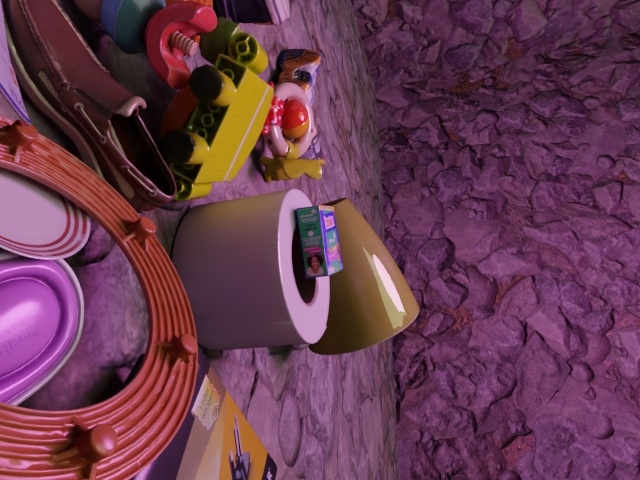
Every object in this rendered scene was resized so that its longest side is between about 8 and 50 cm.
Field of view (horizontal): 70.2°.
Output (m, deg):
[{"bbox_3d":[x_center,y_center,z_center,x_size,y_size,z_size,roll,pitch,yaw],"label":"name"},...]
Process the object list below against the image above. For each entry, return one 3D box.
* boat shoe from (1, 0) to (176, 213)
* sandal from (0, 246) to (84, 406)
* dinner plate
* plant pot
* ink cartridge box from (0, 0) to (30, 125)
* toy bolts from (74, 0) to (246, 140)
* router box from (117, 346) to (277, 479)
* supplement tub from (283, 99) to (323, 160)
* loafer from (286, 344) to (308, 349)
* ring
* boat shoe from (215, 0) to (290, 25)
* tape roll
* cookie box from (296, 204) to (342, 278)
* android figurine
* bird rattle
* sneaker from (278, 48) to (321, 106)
[{"bbox_3d":[-0.232,-0.146,0.491,0.095,0.095,0.258,-77,154,-51],"label":"boat shoe"},{"bbox_3d":[-0.262,0.110,0.245,0.416,0.102,0.170,-72,150,-61],"label":"sandal"},{"bbox_3d":[-0.267,-0.041,0.397,0.141,0.017,0.141,51,14,-18],"label":"dinner plate"},{"bbox_3d":[0.046,0.063,1.043,0.275,0.274,0.294,-46,116,-70],"label":"plant pot"},{"bbox_3d":[-0.259,-0.214,0.294,0.223,0.045,0.224,163,-85,-69],"label":"ink cartridge box"},{"bbox_3d":[-0.222,-0.255,0.607,0.218,0.158,0.228,-59,180,10],"label":"toy bolts"},{"bbox_3d":[-0.149,0.300,0.448,0.309,0.080,0.243,-79,151,-57],"label":"router box"},{"bbox_3d":[-0.065,-0.270,1.121,0.106,0.106,0.198,-75,153,-53],"label":"supplement tub"},{"bbox_3d":[-0.082,0.074,0.937,0.111,0.112,0.320,-10,94,-39],"label":"loafer"},{"bbox_3d":[-0.210,0.022,0.353,0.337,0.032,0.337,52,16,-21],"label":"ring"},{"bbox_3d":[-0.184,-0.578,0.736,0.500,0.155,0.187,68,15,-55],"label":"boat shoe"},{"bbox_3d":[-0.099,0.049,0.735,0.246,0.169,0.246,-7,90,-75],"label":"tape roll"},{"bbox_3d":[0.000,0.000,0.719,0.092,0.040,0.107,-11,92,-73],"label":"cookie box"},{"bbox_3d":[-0.141,-0.170,0.669,0.248,0.056,0.273,-62,180,13],"label":"android figurine"},{"bbox_3d":[-0.088,-0.249,0.977,0.254,0.143,0.207,60,43,-32],"label":"bird rattle"},{"bbox_3d":[-0.063,-0.428,1.257,0.297,0.111,0.131,-78,173,-46],"label":"sneaker"}]
